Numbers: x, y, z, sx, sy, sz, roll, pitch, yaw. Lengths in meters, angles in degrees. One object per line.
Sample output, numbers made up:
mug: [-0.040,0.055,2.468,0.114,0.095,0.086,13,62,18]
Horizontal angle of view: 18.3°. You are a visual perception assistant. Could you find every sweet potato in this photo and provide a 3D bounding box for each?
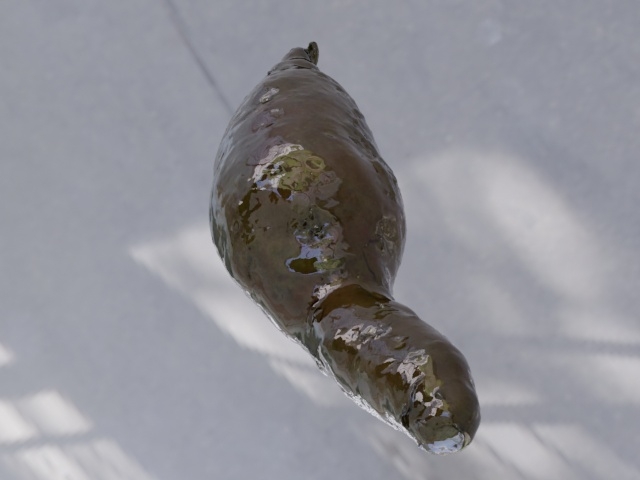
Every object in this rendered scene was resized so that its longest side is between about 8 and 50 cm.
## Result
sweet potato: [-0.001,0.002,0.723,0.269,0.074,0.075,-112,8,-56]
